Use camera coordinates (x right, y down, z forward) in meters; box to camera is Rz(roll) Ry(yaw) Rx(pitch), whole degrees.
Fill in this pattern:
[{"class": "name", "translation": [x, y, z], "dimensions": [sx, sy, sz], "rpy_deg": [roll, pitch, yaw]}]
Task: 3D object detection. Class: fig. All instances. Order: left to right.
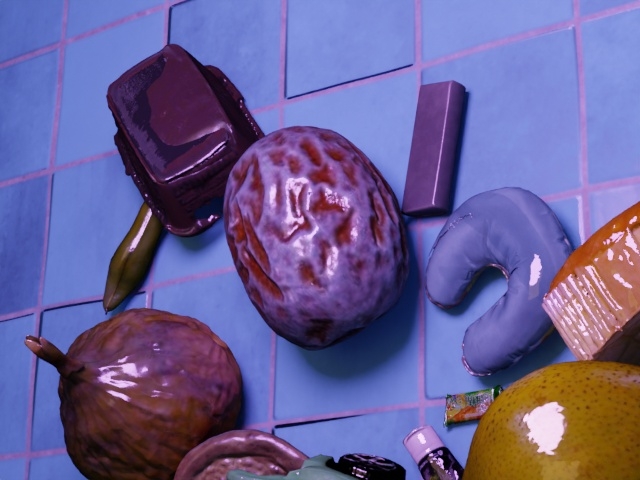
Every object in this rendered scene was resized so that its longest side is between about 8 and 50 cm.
[{"class": "fig", "translation": [-0.295, 0.197, 1.926], "dimensions": [0.286, 0.369, 0.286], "rpy_deg": [-20, 53, 28]}]

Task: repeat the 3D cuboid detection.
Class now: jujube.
[{"class": "jujube", "translation": [-0.007, 0.000, 1.868], "dimensions": [0.246, 0.215, 0.308], "rpy_deg": [-45, 54, 17]}]

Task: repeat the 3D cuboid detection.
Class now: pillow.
[{"class": "pillow", "translation": [0.227, 0.043, 1.764], "dimensions": [0.214, 0.086, 0.233], "rpy_deg": [-46, 51, 21]}]

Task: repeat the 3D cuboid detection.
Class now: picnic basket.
[{"class": "picnic basket", "translation": [-0.217, -0.167, 2.104], "dimensions": [0.222, 0.129, 0.297], "rpy_deg": [-34, 56, 1]}]

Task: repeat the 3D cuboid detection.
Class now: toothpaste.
[{"class": "toothpaste", "translation": [0.174, 0.320, 1.732], "dimensions": [0.071, 0.045, 0.193], "rpy_deg": [-44, 59, 20]}]

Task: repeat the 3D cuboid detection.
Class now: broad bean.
[{"class": "broad bean", "translation": [-0.271, -0.029, 2.175], "dimensions": [0.075, 0.067, 0.325], "rpy_deg": [14, 77, 58]}]

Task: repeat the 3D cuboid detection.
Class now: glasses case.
[{"class": "glasses case", "translation": [0.158, -0.127, 1.902], "dimensions": [0.072, 0.042, 0.190], "rpy_deg": [-3, 72, 43]}]

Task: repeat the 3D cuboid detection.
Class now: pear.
[{"class": "pear", "translation": [0.304, 0.266, 1.505], "dimensions": [0.294, 0.294, 0.294], "rpy_deg": [-13, 66, 33]}]

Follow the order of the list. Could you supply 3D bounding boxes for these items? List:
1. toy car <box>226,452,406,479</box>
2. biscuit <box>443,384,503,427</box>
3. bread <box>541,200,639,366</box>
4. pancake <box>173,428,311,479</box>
[{"class": "toy car", "translation": [0.056, 0.392, 1.684], "dimensions": [0.359, 0.176, 0.213], "rpy_deg": [17, 99, 39]}, {"class": "biscuit", "translation": [0.196, 0.214, 1.767], "dimensions": [0.089, 0.016, 0.046], "rpy_deg": [-14, 66, 33]}, {"class": "bread", "translation": [0.381, 0.040, 1.589], "dimensions": [0.250, 0.179, 0.133], "rpy_deg": [-47, 60, 25]}, {"class": "pancake", "translation": [-0.095, 0.375, 1.850], "dimensions": [0.250, 0.031, 0.250], "rpy_deg": [0, 92, 13]}]
